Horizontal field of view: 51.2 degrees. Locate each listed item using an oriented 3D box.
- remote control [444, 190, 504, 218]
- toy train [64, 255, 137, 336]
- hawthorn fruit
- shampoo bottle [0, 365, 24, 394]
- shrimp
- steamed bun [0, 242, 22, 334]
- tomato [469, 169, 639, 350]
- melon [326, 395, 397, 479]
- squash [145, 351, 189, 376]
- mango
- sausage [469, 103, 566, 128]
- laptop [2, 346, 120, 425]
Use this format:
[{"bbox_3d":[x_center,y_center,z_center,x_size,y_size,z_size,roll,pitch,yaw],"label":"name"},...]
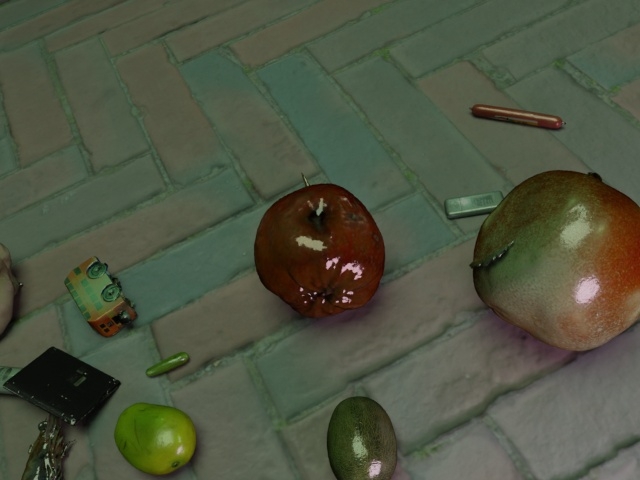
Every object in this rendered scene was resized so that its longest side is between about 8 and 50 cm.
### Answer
[{"bbox_3d":[0.325,-0.076,1.410,0.125,0.017,0.053,-10,51,6],"label":"remote control"},{"bbox_3d":[-0.462,0.119,1.405,0.099,0.072,0.188,-34,52,-15],"label":"toy train"},{"bbox_3d":[0.002,0.020,1.272,0.258,0.258,0.261,-7,22,8],"label":"hawthorn fruit"},{"bbox_3d":[-0.617,0.278,1.325,0.195,0.056,0.056,1,52,14],"label":"shampoo bottle"},{"bbox_3d":[-0.450,0.427,1.170,0.169,0.058,0.295,-2,53,1],"label":"shrimp"},{"bbox_3d":[-0.819,0.088,1.433,0.320,0.206,0.275,10,56,25],"label":"steamed bun"},{"bbox_3d":[0.397,0.040,1.121,0.304,0.303,0.239,32,60,32],"label":"tomato"},{"bbox_3d":[0.066,0.333,1.079,0.114,0.114,0.167,-10,49,5],"label":"melon"},{"bbox_3d":[-0.298,0.242,1.298,0.089,0.027,0.027,-26,50,-6],"label":"squash"},{"bbox_3d":[-0.293,0.349,1.175,0.163,0.089,0.117,0,59,29],"label":"mango"},{"bbox_3d":[0.452,-0.288,1.544,0.223,0.029,0.029,15,56,24],"label":"sausage"},{"bbox_3d":[-0.496,0.276,1.283,0.180,0.016,0.129,20,36,19],"label":"laptop"}]
